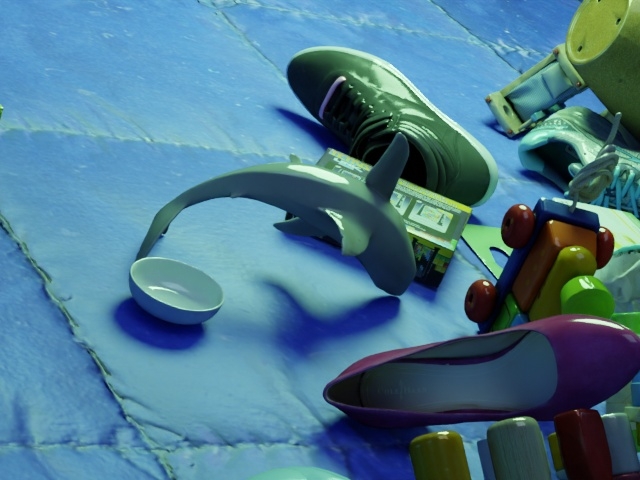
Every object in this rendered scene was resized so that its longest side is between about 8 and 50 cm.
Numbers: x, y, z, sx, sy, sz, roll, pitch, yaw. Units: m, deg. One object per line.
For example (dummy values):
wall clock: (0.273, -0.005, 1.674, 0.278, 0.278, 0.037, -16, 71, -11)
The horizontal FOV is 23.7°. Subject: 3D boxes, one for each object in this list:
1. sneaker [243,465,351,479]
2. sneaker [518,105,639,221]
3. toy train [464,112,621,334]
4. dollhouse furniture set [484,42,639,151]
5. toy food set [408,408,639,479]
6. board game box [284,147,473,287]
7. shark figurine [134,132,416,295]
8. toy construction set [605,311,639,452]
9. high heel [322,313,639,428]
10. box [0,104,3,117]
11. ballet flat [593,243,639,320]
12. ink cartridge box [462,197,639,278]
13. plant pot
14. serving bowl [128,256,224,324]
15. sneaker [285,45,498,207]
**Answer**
sneaker: (0.093, 0.238, 0.929, 0.366, 0.135, 0.150, 32, 29, 20)
sneaker: (0.363, -0.064, 1.870, 0.283, 0.110, 0.122, 30, 36, 35)
toy train: (0.227, 0.021, 1.369, 0.105, 0.248, 0.143, 14, 29, -17)
dollhouse furniture set: (0.337, -0.156, 2.035, 0.183, 0.129, 0.129, 57, 32, 5)
toy food set: (0.173, 0.190, 1.154, 0.232, 0.111, 0.104, 10, 64, -54)
board game box: (0.062, -0.026, 1.571, 0.170, 0.048, 0.141, 24, 22, 5)
shark figurine: (-0.016, -0.017, 1.358, 0.278, 0.166, 0.116, 11, 36, -20)
toy construction set: (0.378, 0.124, 1.297, 0.328, 0.151, 0.215, 14, -11, -20)
high heel: (0.122, 0.102, 1.179, 0.244, 0.082, 0.117, -8, -6, 39)
box: (-0.342, -0.110, 1.331, 0.042, 0.109, 0.178, -3, 33, -41)
ballet flat: (0.457, 0.097, 1.558, 0.409, 0.147, 0.147, 9, 27, -25)
ink cartridge box: (0.282, 0.017, 1.662, 0.235, 0.056, 0.171, 10, 27, -30)
plant pot: (0.442, -0.221, 1.916, 0.254, 0.237, 0.237, 26, 20, -25)
serving bowl: (-0.124, 0.047, 1.283, 0.083, 0.027, 0.083, 18, 24, -9)
sneaker: (0.053, -0.132, 1.714, 0.296, 0.104, 0.147, 37, 23, 23)
